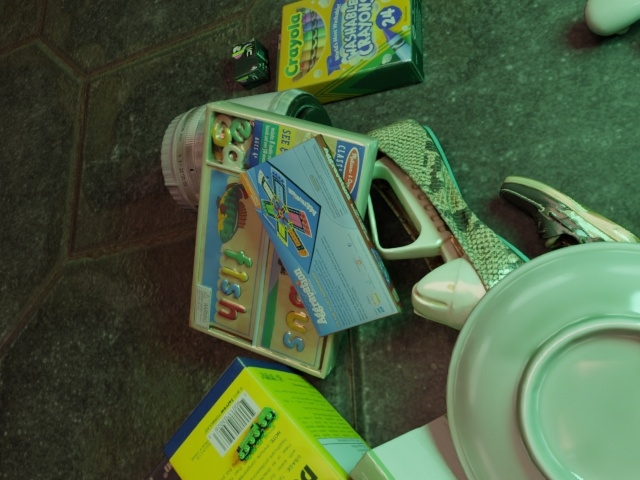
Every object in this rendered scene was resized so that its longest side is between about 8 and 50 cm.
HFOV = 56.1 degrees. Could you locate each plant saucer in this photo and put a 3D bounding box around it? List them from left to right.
[{"bbox_3d":[0.340,0.195,0.684,0.401,0.100,0.400,-3,82,19],"label":"plant saucer"}]

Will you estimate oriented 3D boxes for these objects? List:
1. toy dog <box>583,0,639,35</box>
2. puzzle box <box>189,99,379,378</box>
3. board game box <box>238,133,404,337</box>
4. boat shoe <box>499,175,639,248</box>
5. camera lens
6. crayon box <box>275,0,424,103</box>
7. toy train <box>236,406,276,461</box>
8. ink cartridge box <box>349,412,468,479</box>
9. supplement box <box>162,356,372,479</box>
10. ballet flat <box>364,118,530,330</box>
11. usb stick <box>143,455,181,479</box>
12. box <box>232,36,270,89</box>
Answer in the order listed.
[{"bbox_3d":[0.583,-0.356,0.864,0.334,0.161,0.220,26,90,46],"label":"toy dog"},{"bbox_3d":[-0.073,0.004,0.971,0.272,0.052,0.408,17,114,17],"label":"puzzle box"},{"bbox_3d":[0.000,0.000,0.890,0.145,0.027,0.281,-22,99,27],"label":"board game box"},{"bbox_3d":[0.356,-0.021,0.887,0.224,0.080,0.073,34,86,27],"label":"boat shoe"},{"bbox_3d":[-0.120,-0.151,1.097,0.275,0.219,0.219,-2,73,27],"label":"camera lens"},{"bbox_3d":[0.033,-0.380,1.172,0.323,0.083,0.203,-7,71,26],"label":"crayon box"},{"bbox_3d":[-0.091,0.268,0.835,0.024,0.017,0.083,35,91,41],"label":"toy train"},{"bbox_3d":[0.175,0.327,0.801,0.171,0.235,0.056,47,121,31],"label":"ink cartridge box"},{"bbox_3d":[-0.030,0.370,0.894,0.356,0.194,0.195,41,94,32],"label":"supplement box"},{"bbox_3d":[0.177,0.008,0.913,0.182,0.164,0.482,-18,58,-18],"label":"ballet flat"},{"bbox_3d":[-0.230,0.379,1.084,0.077,0.045,0.278,43,96,30],"label":"usb stick"},{"bbox_3d":[-0.148,-0.377,1.283,0.062,0.052,0.083,-16,68,24],"label":"box"}]
